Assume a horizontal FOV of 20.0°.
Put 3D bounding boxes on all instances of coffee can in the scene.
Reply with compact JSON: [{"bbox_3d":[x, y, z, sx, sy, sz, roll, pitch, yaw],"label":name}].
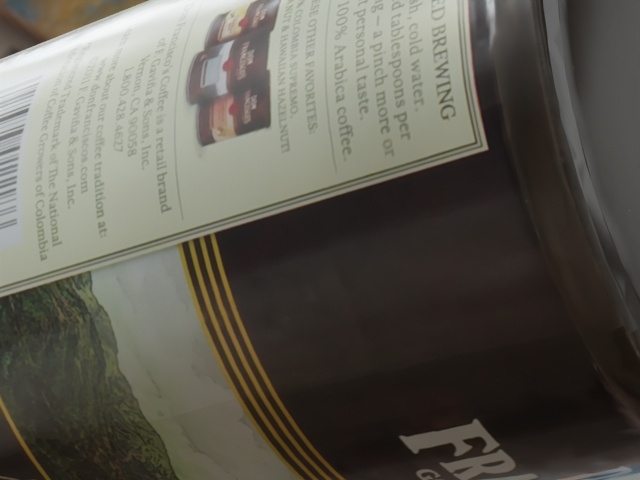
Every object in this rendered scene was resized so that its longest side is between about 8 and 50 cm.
[{"bbox_3d":[0.000,0.000,0.624,0.275,0.201,0.201,-16,-51,31],"label":"coffee can"}]
